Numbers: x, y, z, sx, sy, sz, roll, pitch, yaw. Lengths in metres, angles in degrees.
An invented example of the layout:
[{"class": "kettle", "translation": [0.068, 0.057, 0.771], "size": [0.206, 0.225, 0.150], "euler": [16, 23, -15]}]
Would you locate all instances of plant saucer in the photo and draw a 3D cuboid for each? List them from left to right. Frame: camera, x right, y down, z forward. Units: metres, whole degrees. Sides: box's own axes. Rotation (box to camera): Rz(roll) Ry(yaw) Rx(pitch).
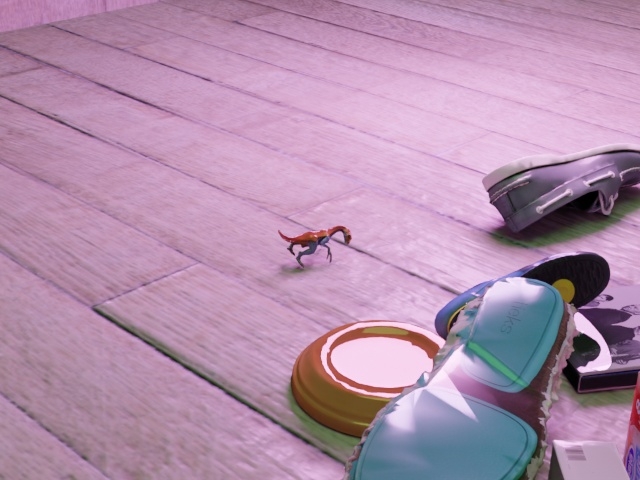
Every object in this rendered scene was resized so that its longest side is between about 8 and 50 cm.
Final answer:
[{"class": "plant saucer", "translation": [0.068, 0.140, 1.119], "size": [0.200, 0.037, 0.200], "euler": [1, 26, 0]}]

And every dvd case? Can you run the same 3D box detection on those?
[{"class": "dvd case", "translation": [0.374, 0.105, 1.211], "size": [0.239, 0.029, 0.179], "euler": [-4, 26, -10]}]

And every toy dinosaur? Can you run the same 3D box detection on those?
[{"class": "toy dinosaur", "translation": [0.000, 0.000, 1.371], "size": [0.082, 0.090, 0.047], "euler": [-38, 53, -6]}]

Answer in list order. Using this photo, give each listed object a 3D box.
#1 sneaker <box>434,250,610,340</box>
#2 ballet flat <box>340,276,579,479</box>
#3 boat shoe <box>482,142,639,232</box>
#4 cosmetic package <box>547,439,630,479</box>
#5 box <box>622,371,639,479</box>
[{"class": "sneaker", "translation": [0.228, 0.061, 1.207], "size": [0.209, 0.069, 0.082], "euler": [-23, 13, -5]}, {"class": "ballet flat", "translation": [0.140, 0.177, 0.943], "size": [0.147, 0.147, 0.409], "euler": [14, 31, 25]}, {"class": "boat shoe", "translation": [0.378, -0.072, 1.536], "size": [0.319, 0.116, 0.099], "euler": [-8, 70, -33]}, {"class": "cosmetic package", "translation": [0.224, 0.265, 0.804], "size": [0.060, 0.098, 0.239], "euler": [3, 27, -2]}, {"class": "box", "translation": [0.420, 0.209, 0.873], "size": [0.300, 0.142, 0.154], "euler": [2, 25, 2]}]
